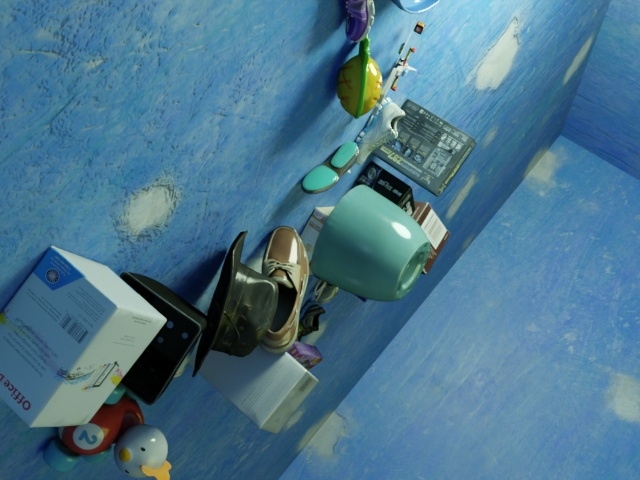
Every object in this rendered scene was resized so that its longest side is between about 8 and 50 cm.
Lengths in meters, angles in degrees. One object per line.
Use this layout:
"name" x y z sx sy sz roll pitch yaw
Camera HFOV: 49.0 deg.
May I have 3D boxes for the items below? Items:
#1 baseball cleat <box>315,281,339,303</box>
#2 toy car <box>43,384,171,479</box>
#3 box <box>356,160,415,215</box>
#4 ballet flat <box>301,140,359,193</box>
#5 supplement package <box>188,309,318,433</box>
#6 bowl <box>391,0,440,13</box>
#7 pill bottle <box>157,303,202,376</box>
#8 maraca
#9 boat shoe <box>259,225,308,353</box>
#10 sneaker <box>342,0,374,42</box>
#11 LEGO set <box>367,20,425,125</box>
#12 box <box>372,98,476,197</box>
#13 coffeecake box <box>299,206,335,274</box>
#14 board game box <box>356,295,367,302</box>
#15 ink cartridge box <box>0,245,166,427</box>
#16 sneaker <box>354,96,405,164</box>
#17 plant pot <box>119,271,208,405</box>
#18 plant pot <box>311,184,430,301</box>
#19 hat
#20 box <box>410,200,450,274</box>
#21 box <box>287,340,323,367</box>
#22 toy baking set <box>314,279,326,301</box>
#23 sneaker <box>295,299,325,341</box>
"baseball cleat" 0.045 0.107 2.270 0.206 0.072 0.109 -50 146 -23
"toy car" -0.417 0.433 1.503 0.219 0.238 0.210 -56 160 5
"box" 0.195 -0.133 2.070 0.078 0.147 0.180 -51 159 -8
"ballet flat" 0.027 -0.167 1.761 0.203 0.074 0.074 -46 159 -27
"supplement package" -0.179 0.313 1.751 0.175 0.293 0.177 -50 160 -9
"bowl" 0.244 -0.661 1.426 0.391 0.077 0.391 -45 159 -23
"pill bottle" -0.324 0.224 1.588 0.087 0.087 0.160 -14 136 -60
"maraca" 0.088 -0.358 1.537 0.127 0.099 0.186 -102 -164 -55
"boat shoe" -0.089 0.103 1.680 0.116 0.123 0.325 95 -4 -63
"sneaker" 0.063 -0.472 1.381 0.071 0.068 0.170 -23 138 -28
"LEGO set" 0.193 -0.398 1.683 0.244 0.060 0.182 -64 180 -16
"box" 0.283 -0.256 1.941 0.183 0.232 0.059 -56 154 4
"coffeecake box" 0.000 0.000 1.970 0.186 0.068 0.142 -61 158 18
"board game box" 0.222 0.040 2.510 0.233 0.078 0.347 -42 157 -29
"ink cartridge box" -0.416 0.165 1.167 0.233 0.171 0.168 -53 160 -2
"sneaker" 0.155 -0.275 1.848 0.191 0.083 0.071 -60 161 19
"plant pot" -0.329 0.179 1.394 0.188 0.187 0.167 -57 174 9
"plant pot" 0.155 0.029 1.911 0.293 0.235 0.293 -47 154 -31
"hat" -0.169 0.150 1.521 0.331 0.133 0.332 -161 -90 -82
"box" 0.264 -0.017 2.225 0.168 0.203 0.167 47 67 -36
"box" -0.118 0.418 2.324 0.200 0.057 0.293 -37 160 5
"toy baking set" 0.034 0.064 2.133 0.197 0.030 0.256 -57 173 -46
"sneaker" -0.048 0.286 2.310 0.188 0.078 0.067 -57 161 17
